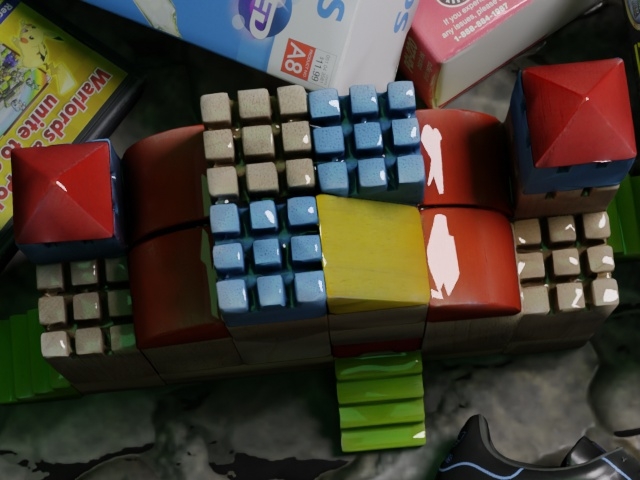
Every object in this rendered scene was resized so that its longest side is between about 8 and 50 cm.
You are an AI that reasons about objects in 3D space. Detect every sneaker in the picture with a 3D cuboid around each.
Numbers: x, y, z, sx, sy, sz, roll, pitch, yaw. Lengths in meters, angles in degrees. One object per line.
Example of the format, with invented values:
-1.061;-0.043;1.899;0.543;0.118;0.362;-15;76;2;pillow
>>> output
0.173;0.158;0.946;0.232;0.081;0.090;14;85;5;sneaker

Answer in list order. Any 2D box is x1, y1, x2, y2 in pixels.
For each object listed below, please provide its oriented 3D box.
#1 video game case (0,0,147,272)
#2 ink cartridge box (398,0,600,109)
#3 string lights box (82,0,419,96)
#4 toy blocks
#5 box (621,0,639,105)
-0.273;-0.060;0.975;0.248;0.035;0.275;34;62;2;video game case
0.066;-0.212;1.025;0.158;0.092;0.218;-34;77;-6;ink cartridge box
-0.067;-0.181;0.969;0.260;0.077;0.133;23;106;24;string lights box
0.000;0.000;0.893;0.381;0.261;0.190;-6;78;0;toy blocks
0.309;-0.072;0.949;0.270;0.060;0.216;-7;79;-9;box
